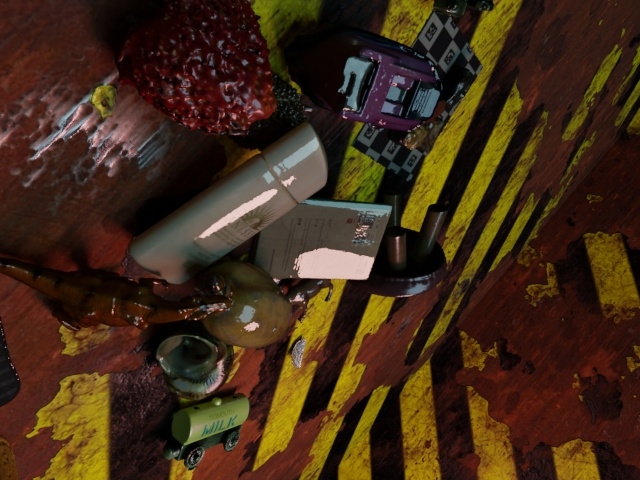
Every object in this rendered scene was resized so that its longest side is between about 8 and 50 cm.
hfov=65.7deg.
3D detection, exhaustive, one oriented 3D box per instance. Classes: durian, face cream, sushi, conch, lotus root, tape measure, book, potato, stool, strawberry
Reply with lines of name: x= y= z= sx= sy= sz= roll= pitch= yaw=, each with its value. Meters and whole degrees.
durian: x=-0.072 y=-0.207 z=0.840 sx=0.189 sy=0.091 sz=0.148 roll=-22 pitch=139 yaw=-42
face cream: x=-0.136 y=-0.055 z=0.837 sx=0.349 sy=0.081 sz=0.173 roll=-34 pitch=159 yaw=2
sushi: x=0.269 y=-0.319 z=1.194 sx=0.343 sy=0.064 sz=0.359 roll=14 pitch=111 yaw=-57
conch: x=-0.268 y=0.242 z=1.038 sx=0.187 sy=0.124 sz=0.181 roll=37 pitch=104 yaw=-31
lotus root: x=-0.154 y=0.124 z=0.947 sx=0.151 sy=0.169 sz=0.342 roll=-42 pitch=163 yaw=0
tape measure: x=0.066 y=-0.268 z=0.825 sx=0.245 sy=0.231 sz=0.149 roll=3 pitch=117 yaw=-34
book: x=0.000 y=0.000 z=1.082 sx=0.283 sy=0.025 sz=0.214 roll=5 pitch=123 yaw=-19
potato: x=-0.070 y=0.328 z=1.468 sx=0.037 sy=0.036 sz=0.093 roll=9 pitch=100 yaw=-15
stool: x=0.187 y=0.001 z=1.253 sx=0.272 sy=0.272 sz=0.178 roll=-27 pitch=127 yaw=-34
strawberry: x=-0.144 y=-0.225 z=0.637 sx=0.184 sy=0.201 sz=0.187 roll=-50 pitch=173 yaw=34

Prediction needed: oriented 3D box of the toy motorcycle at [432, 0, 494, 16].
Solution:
toy motorcycle: x=0.327 y=-0.539 z=0.978 sx=0.275 sy=0.127 sz=0.205 roll=-10 pitch=128 yaw=-43

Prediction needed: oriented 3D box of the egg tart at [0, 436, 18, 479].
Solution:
egg tart: x=-0.585 y=0.433 z=0.795 sx=0.203 sy=0.147 sz=0.202 roll=-31 pitch=142 yaw=-28

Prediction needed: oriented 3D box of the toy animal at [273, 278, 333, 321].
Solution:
toy animal: x=-0.064 y=0.128 z=1.219 sx=0.214 sy=0.094 sz=0.186 roll=-38 pitch=156 yaw=-20

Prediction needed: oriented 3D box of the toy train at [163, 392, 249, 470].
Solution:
toy train: x=-0.288 y=0.476 z=1.281 sx=0.253 sy=0.105 sz=0.157 roll=5 pitch=105 yaw=-56

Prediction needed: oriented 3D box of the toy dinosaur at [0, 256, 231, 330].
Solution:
toy dinosaur: x=-0.359 y=0.082 z=0.733 sx=0.432 sy=0.208 sz=0.097 roll=10 pitch=75 yaw=-24

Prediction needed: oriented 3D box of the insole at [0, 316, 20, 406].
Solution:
insole: x=-0.517 y=0.158 z=0.724 sx=0.110 sy=0.012 sz=0.309 roll=-27 pitch=141 yaw=-36
